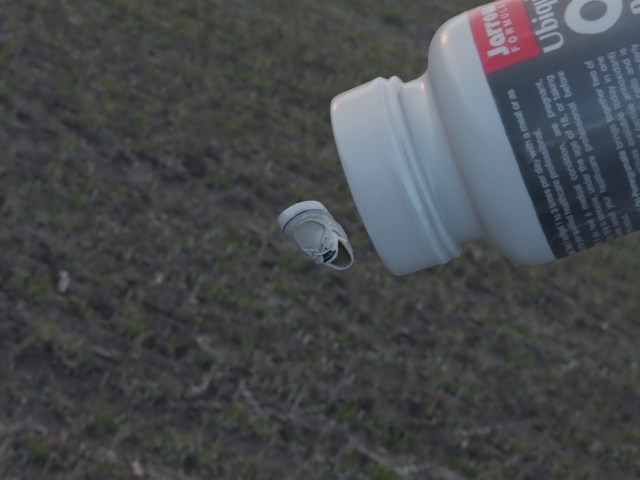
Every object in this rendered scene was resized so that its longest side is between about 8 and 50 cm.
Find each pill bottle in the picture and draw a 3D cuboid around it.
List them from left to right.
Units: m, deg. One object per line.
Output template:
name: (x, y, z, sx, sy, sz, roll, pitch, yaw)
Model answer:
pill bottle: (0.177, -0.087, 0.979, 0.176, 0.319, 0.176, -20, 90, -79)

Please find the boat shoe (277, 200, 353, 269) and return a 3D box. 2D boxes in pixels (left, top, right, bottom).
boat shoe: (0.000, 0.000, 1.128, 0.035, 0.035, 0.100, 60, 8, 25)
